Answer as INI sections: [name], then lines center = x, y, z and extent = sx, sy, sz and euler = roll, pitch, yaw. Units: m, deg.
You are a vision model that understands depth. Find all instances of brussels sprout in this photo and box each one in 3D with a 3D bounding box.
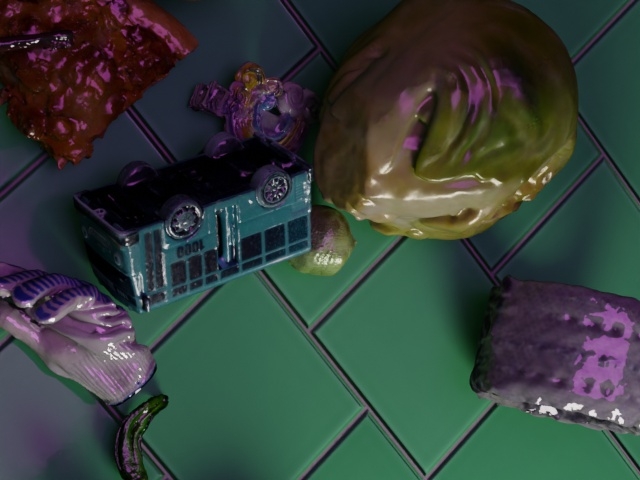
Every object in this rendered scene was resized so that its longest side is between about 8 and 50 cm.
[brussels sprout]
center = 0.158, -0.144, 2.098
extent = 0.344, 0.268, 0.344
euler = -3, 95, -28

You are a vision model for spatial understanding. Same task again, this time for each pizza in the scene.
[pizza]
center = -0.275, -0.191, 1.972
extent = 0.289, 0.081, 0.228
euler = 11, 81, -28

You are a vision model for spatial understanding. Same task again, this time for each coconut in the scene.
[coconut]
center = 0.000, 0.000, 2.109
extent = 0.096, 0.088, 0.088
euler = -1, 87, -23

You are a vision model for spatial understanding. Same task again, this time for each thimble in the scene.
[thimble]
center = 0.316, 0.148, 2.195
extent = 0.245, 0.217, 0.157
euler = 16, 78, -13

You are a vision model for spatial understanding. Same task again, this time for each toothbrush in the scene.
[toothbrush]
center = -0.443, -0.194, 1.862
extent = 0.364, 0.041, 0.041
euler = -10, 92, -16

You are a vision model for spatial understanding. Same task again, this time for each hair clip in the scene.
[hair clip]
center = -0.075, -0.148, 2.103
extent = 0.172, 0.049, 0.116
euler = 21, 90, -34

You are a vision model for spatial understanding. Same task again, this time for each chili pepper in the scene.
[chili pepper]
center = -0.212, 0.227, 2.009
extent = 0.055, 0.035, 0.118
euler = 30, 63, -37

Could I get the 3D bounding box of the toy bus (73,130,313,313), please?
[toy bus]
center = -0.142, -0.019, 1.992
extent = 0.256, 0.128, 0.147
euler = -21, 125, -29

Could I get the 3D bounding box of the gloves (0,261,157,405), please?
[gloves]
center = -0.283, 0.095, 1.945
extent = 0.229, 0.119, 0.097
euler = 41, 26, -29
